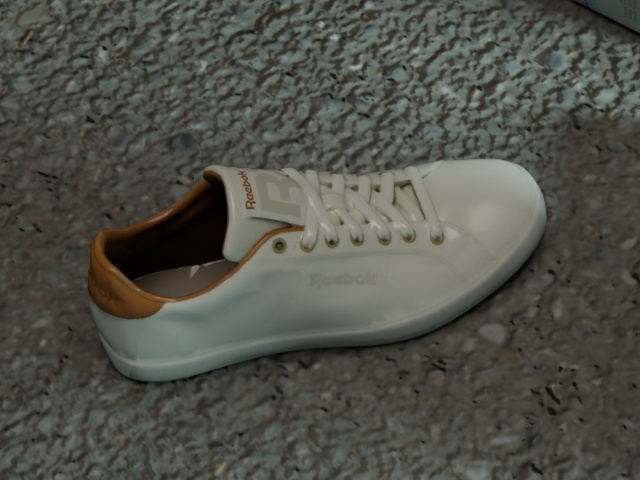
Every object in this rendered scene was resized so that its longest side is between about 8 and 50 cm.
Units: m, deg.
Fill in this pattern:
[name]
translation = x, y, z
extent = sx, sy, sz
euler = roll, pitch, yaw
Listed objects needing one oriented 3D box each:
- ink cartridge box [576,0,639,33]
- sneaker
[ink cartridge box]
translation = 0.205, -0.225, 1.353
extent = 0.175, 0.072, 0.127
euler = 32, 65, 27
[sneaker]
translation = 0.000, 0.000, 1.198
extent = 0.290, 0.123, 0.106
euler = -18, 53, -6
